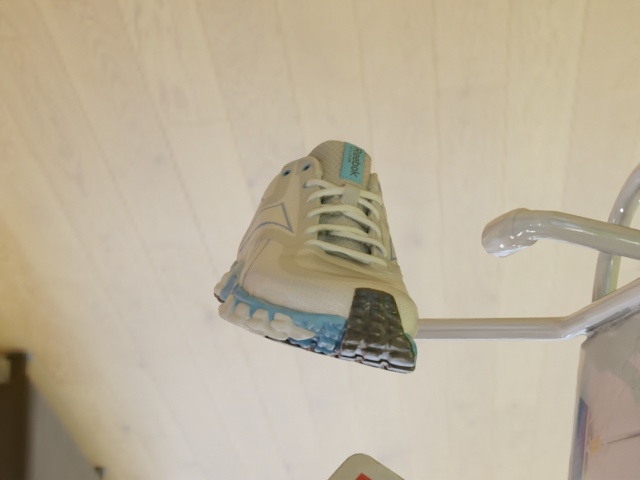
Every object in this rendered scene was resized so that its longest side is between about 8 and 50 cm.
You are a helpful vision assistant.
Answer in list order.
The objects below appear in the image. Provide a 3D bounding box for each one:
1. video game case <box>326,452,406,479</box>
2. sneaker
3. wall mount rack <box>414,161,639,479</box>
[{"bbox_3d":[0.007,0.203,0.342,0.204,0.285,0.025,33,142,18],"label":"video game case"},{"bbox_3d":[0.000,0.000,0.567,0.071,0.083,0.190,19,-178,-14],"label":"sneaker"},{"bbox_3d":[0.080,0.125,0.706,0.130,0.350,0.304,12,164,-8],"label":"wall mount rack"}]
